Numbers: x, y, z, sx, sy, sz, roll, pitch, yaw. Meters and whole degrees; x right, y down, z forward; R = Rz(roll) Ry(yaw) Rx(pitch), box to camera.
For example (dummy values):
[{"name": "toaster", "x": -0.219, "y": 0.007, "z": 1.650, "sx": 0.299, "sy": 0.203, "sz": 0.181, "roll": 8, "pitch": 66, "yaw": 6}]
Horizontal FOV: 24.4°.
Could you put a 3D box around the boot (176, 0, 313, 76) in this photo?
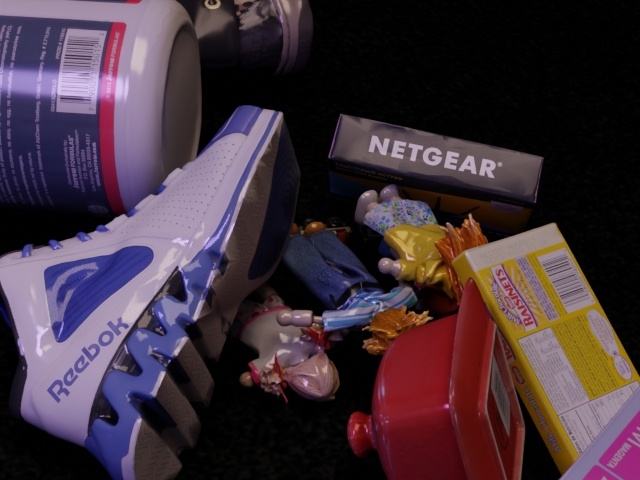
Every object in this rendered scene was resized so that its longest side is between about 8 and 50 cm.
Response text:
[{"name": "boot", "x": -0.215, "y": -0.267, "z": 1.509, "sx": 0.284, "sy": 0.138, "sz": 0.377, "roll": -18, "pitch": 51, "yaw": -30}]

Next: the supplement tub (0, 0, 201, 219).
[{"name": "supplement tub", "x": -0.248, "y": -0.117, "z": 1.245, "sx": 0.272, "sy": 0.191, "sz": 0.191, "roll": 4, "pitch": 37, "yaw": 7}]

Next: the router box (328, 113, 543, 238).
[{"name": "router box", "x": 0.098, "y": -0.053, "z": 1.296, "sx": 0.179, "sy": 0.133, "sz": 0.046, "roll": 12, "pitch": 76, "yaw": 5}]

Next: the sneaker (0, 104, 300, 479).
[{"name": "sneaker", "x": -0.147, "y": 0.021, "z": 1.112, "sx": 0.182, "sy": 0.127, "sz": 0.315, "roll": 15, "pitch": 61, "yaw": 17}]

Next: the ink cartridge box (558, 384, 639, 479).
[{"name": "ink cartridge box", "x": 0.315, "y": 0.228, "z": 1.005, "sx": 0.311, "sy": 0.065, "sz": 0.186, "roll": 36, "pitch": 46, "yaw": 17}]

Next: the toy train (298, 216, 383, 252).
[{"name": "toy train", "x": 0.000, "y": 0.000, "z": 1.294, "sx": 0.158, "sy": 0.027, "sz": 0.036, "roll": -4, "pitch": 50, "yaw": -17}]

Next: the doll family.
[{"name": "doll family", "x": 0.048, "y": 0.034, "z": 1.181, "sx": 0.263, "sy": 0.118, "sz": 0.163, "roll": -19, "pitch": 43, "yaw": -28}]

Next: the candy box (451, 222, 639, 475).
[{"name": "candy box", "x": 0.188, "y": 0.090, "z": 1.131, "sx": 0.105, "sy": 0.027, "sz": 0.206, "roll": -16, "pitch": 73, "yaw": -35}]

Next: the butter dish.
[{"name": "butter dish", "x": 0.077, "y": 0.134, "z": 1.063, "sx": 0.118, "sy": 0.160, "sz": 0.160, "roll": -9, "pitch": 31, "yaw": 18}]
